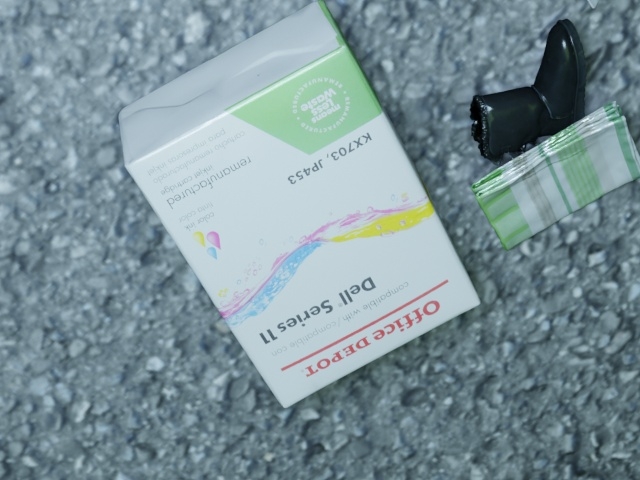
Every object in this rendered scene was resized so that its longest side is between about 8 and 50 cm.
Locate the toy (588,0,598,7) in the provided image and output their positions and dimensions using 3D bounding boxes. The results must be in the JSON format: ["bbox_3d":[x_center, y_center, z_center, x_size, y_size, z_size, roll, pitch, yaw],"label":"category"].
[{"bbox_3d":[0.168,-0.313,1.149,0.056,0.137,0.237,-4,132,44],"label":"toy"}]

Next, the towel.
[{"bbox_3d":[0.220,-0.053,1.320,0.152,0.023,0.113,-31,141,5],"label":"towel"}]

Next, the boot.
[{"bbox_3d":[0.181,-0.129,1.276,0.099,0.045,0.121,-15,127,-8],"label":"boot"}]

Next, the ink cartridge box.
[{"bbox_3d":[0.000,0.000,1.262,0.207,0.119,0.353,-29,121,4],"label":"ink cartridge box"}]
